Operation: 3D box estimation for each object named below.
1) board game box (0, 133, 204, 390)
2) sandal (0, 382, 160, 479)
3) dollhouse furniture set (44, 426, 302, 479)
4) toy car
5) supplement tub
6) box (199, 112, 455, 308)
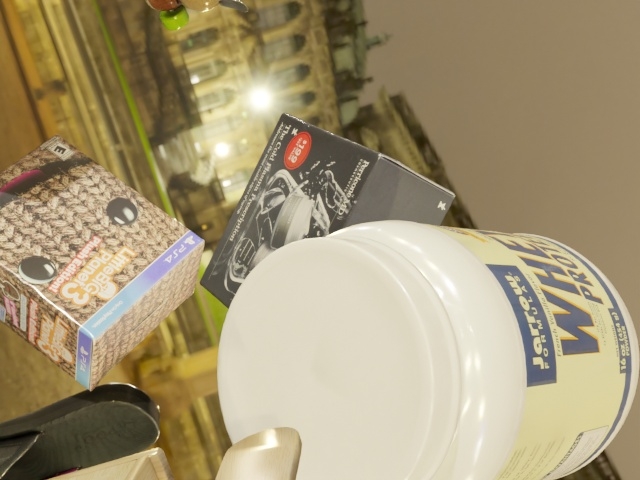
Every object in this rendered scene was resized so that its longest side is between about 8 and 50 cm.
[{"bbox_3d":[-0.358,0.026,1.336,0.291,0.232,0.141,35,-38,11],"label":"board game box"},{"bbox_3d":[-0.439,0.345,1.362,0.167,0.445,0.107,47,23,-36],"label":"sandal"},{"bbox_3d":[-0.085,0.319,0.524,0.174,0.303,0.356,-70,142,-76],"label":"dollhouse furniture set"},{"bbox_3d":[-0.213,-0.466,1.651,0.188,0.149,0.155,16,-32,31],"label":"toy car"},{"bbox_3d":[0.098,0.104,0.771,0.325,0.235,0.235,4,58,-50],"label":"supplement tub"},{"bbox_3d":[0.000,0.000,1.536,0.179,0.343,0.312,23,4,-37],"label":"box"}]
